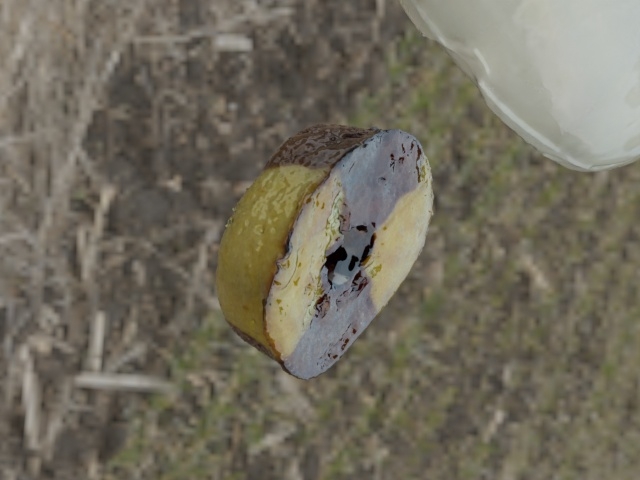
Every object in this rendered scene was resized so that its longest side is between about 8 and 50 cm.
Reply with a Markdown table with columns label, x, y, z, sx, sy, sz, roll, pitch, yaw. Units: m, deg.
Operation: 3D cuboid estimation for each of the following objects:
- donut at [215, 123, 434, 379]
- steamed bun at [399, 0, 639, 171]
| label | x | y | z | sx | sy | sz | roll | pitch | yaw |
| --- | --- | --- | --- | --- | --- | --- | --- | --- | --- |
| donut | 0.000 | 0.000 | 1.217 | 0.184 | 0.073 | 0.166 | -57 | 150 | -19 |
| steamed bun | 0.128 | -0.129 | 0.865 | 0.177 | 0.131 | 0.228 | 49 | 19 | 4 |
